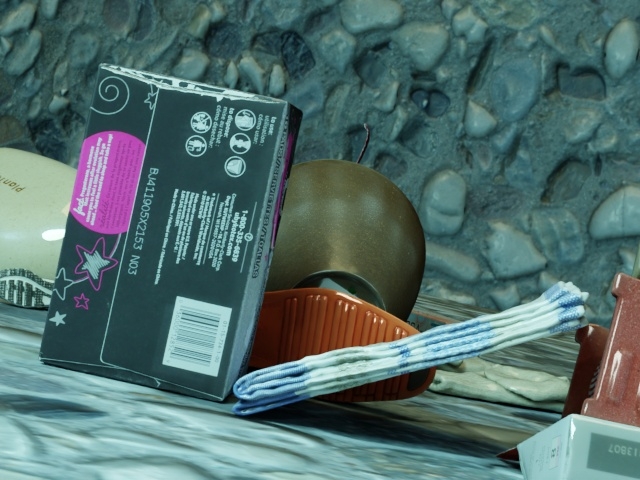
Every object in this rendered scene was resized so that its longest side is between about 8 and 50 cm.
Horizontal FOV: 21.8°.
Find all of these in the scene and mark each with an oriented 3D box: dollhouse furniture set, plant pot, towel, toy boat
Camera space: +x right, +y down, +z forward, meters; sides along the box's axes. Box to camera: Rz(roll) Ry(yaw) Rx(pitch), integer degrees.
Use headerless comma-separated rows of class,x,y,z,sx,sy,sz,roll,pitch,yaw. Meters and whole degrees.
dollhouse furniture set,0.309,0.005,1.329,0.152,0.374,0.201,16,-16,4
plant pot,0.010,0.046,1.720,0.215,0.215,0.230,12,15,-4
towel,0.077,0.083,1.341,0.285,0.034,0.209,-15,-2,7
toy boat,-0.284,-0.030,1.915,0.318,0.148,0.267,-29,39,-30

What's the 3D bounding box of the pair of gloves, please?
pair of gloves,0.175,0.145,1.841,0.204,0.042,0.240,11,3,-18

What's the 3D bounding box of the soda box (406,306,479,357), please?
soda box,0.131,0.119,2.099,0.063,0.058,0.183,11,3,-28

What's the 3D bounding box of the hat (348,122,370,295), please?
hat,0.000,0.000,1.949,0.208,0.183,0.173,-8,-34,38

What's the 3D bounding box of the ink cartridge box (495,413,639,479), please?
ink cartridge box,0.239,0.184,1.218,0.189,0.066,0.232,11,-19,-5

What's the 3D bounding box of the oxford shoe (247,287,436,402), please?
oxford shoe,-0.018,0.090,1.521,0.271,0.097,0.098,12,-4,18

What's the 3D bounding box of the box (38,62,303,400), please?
box,-0.118,-0.008,1.385,0.163,0.247,0.142,12,3,4

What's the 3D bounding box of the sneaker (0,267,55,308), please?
sneaker,-0.294,0.056,1.740,0.109,0.040,0.044,15,-16,-24
